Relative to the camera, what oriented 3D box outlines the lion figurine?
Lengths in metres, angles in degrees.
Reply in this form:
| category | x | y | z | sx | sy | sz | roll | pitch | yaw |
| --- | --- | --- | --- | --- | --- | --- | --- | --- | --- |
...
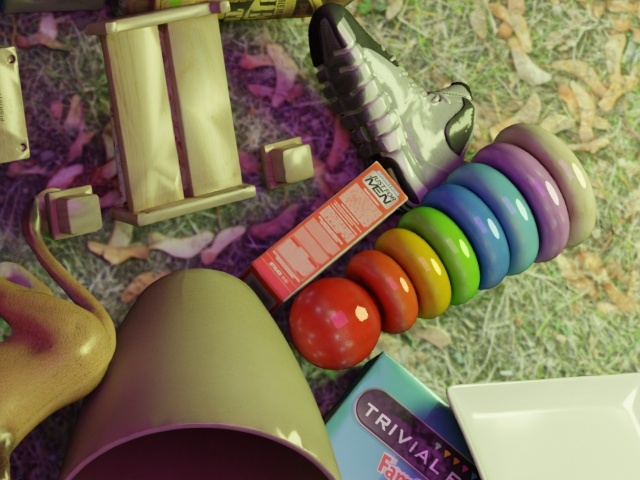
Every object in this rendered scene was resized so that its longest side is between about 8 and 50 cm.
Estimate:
| category | x | y | z | sx | sy | sz | roll | pitch | yaw |
| --- | --- | --- | --- | --- | --- | --- | --- | --- | --- |
| lion figurine | -0.280 | 0.136 | 1.518 | 0.240 | 0.142 | 0.392 | 24 | 60 | 25 |

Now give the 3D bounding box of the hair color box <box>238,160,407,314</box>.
| category | x | y | z | sx | sy | sz | roll | pitch | yaw |
| --- | --- | --- | --- | --- | --- | --- | --- | --- | --- |
| hair color box | 0.000 | 0.000 | 1.804 | 0.167 | 0.093 | 0.053 | -38 | 87 | -19 |

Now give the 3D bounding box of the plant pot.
| category | x | y | z | sx | sy | sz | roll | pitch | yaw |
| --- | --- | --- | --- | --- | --- | --- | --- | --- | --- |
| plant pot | -0.111 | 0.159 | 1.649 | 0.256 | 0.256 | 0.274 | 7 | 39 | -11 |

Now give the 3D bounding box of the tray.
| category | x | y | z | sx | sy | sz | roll | pitch | yaw |
| --- | --- | --- | --- | --- | --- | --- | --- | --- | --- |
| tray | 0.244 | 0.203 | 1.789 | 0.270 | 0.030 | 0.145 | 0 | 57 | -36 |

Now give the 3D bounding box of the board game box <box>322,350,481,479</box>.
| category | x | y | z | sx | sy | sz | roll | pitch | yaw |
| --- | --- | --- | --- | --- | --- | --- | --- | --- | --- |
| board game box | 0.049 | 0.315 | 1.745 | 0.254 | 0.079 | 0.336 | 40 | 72 | -1 |

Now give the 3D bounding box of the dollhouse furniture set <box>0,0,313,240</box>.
| category | x | y | z | sx | sy | sz | roll | pitch | yaw |
| --- | --- | --- | --- | --- | --- | --- | --- | --- | --- |
| dollhouse furniture set | -0.211 | -0.176 | 1.781 | 0.355 | 0.174 | 0.303 | -14 | 104 | -33 |

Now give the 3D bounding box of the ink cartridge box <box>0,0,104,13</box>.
| category | x | y | z | sx | sy | sz | roll | pitch | yaw |
| --- | --- | --- | --- | --- | --- | --- | --- | --- | --- |
| ink cartridge box | -0.276 | -0.325 | 1.838 | 0.104 | 0.061 | 0.181 | -4 | 77 | -14 |

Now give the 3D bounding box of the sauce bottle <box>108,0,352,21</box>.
| category | x | y | z | sx | sy | sz | roll | pitch | yaw |
| --- | --- | --- | --- | --- | --- | --- | --- | --- | --- |
| sauce bottle | -0.043 | -0.279 | 1.853 | 0.344 | 0.111 | 0.111 | -5 | 77 | -13 |

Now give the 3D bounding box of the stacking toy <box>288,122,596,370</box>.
| category | x | y | z | sx | sy | sz | roll | pitch | yaw |
| --- | --- | --- | --- | --- | --- | --- | --- | --- | --- |
| stacking toy | 0.108 | 0.016 | 1.785 | 0.330 | 0.141 | 0.141 | -31 | 85 | -23 |

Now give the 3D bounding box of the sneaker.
| category | x | y | z | sx | sy | sz | roll | pitch | yaw |
| --- | --- | --- | --- | --- | --- | --- | --- | --- | --- |
| sneaker | 0.084 | -0.154 | 1.868 | 0.132 | 0.086 | 0.229 | -30 | 101 | -25 |
